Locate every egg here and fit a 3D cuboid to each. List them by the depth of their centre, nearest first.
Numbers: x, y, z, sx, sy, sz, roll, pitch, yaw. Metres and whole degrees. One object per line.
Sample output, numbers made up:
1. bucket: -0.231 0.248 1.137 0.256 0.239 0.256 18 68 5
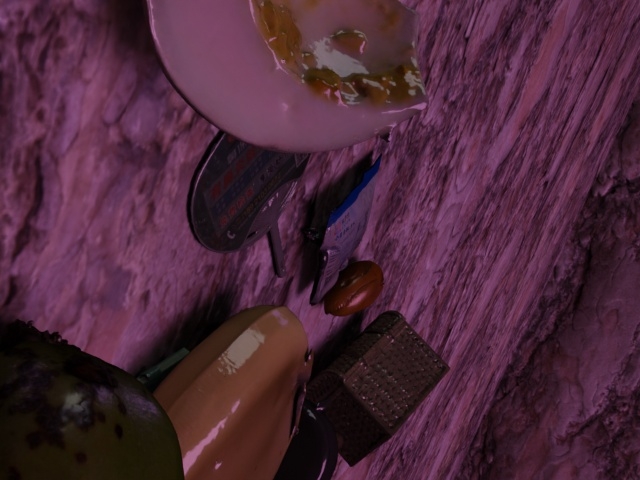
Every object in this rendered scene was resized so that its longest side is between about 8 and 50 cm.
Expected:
1. egg: -0.042 -0.202 0.729 0.206 0.162 0.271 -31 117 2

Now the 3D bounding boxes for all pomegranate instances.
1. pomegranate: -0.222 0.182 0.677 0.254 0.254 0.270 65 18 -62

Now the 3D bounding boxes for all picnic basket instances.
1. picnic basket: 0.080 0.228 1.438 0.196 0.154 0.134 -39 172 -45

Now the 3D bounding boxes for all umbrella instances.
1. umbrella: -0.005 0.001 1.198 0.149 0.022 0.022 54 28 -73

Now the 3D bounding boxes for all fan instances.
1. fan: -0.051 -0.078 1.023 0.223 0.012 0.294 -64 157 -1

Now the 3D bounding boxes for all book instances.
1. book: -0.194 0.182 0.989 0.135 0.017 0.103 -32 144 -50

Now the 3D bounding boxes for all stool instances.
1. stool: -0.074 0.297 1.233 0.228 0.153 0.139 -21 161 9

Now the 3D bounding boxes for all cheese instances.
1. cheese: -0.133 0.234 1.010 0.316 0.128 0.259 -46 145 -44

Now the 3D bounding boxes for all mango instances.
1. mango: 0.052 0.074 1.333 0.127 0.063 0.077 -33 151 -48

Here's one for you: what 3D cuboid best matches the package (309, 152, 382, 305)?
1. package: 0.037 -0.015 1.234 0.171 0.027 0.173 -48 156 -46
